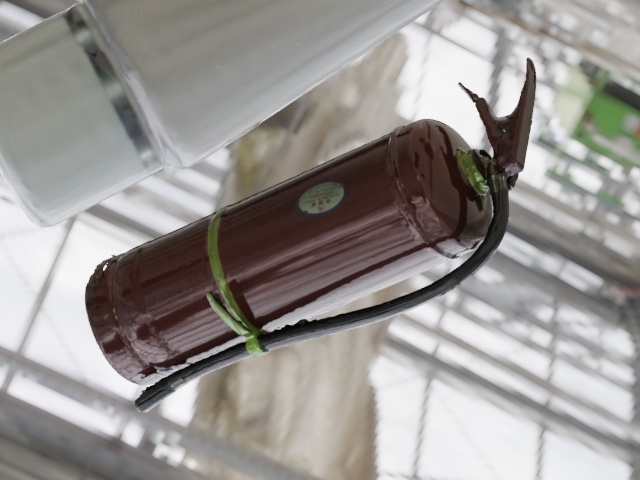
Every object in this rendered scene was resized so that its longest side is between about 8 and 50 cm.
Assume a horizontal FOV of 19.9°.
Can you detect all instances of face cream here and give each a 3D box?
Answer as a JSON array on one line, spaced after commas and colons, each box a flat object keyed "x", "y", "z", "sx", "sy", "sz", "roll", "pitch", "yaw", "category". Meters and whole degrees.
[{"x": -0.005, "y": -0.112, "z": 0.790, "sx": 0.089, "sy": 0.314, "sz": 0.143, "roll": 62, "pitch": 175, "yaw": -16, "category": "face cream"}]

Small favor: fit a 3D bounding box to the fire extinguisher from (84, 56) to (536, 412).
[{"x": 0.000, "y": 0.000, "z": 0.469, "sx": 0.039, "sy": 0.132, "sz": 0.056, "roll": 34, "pitch": -139, "yaw": -48, "category": "fire extinguisher"}]
